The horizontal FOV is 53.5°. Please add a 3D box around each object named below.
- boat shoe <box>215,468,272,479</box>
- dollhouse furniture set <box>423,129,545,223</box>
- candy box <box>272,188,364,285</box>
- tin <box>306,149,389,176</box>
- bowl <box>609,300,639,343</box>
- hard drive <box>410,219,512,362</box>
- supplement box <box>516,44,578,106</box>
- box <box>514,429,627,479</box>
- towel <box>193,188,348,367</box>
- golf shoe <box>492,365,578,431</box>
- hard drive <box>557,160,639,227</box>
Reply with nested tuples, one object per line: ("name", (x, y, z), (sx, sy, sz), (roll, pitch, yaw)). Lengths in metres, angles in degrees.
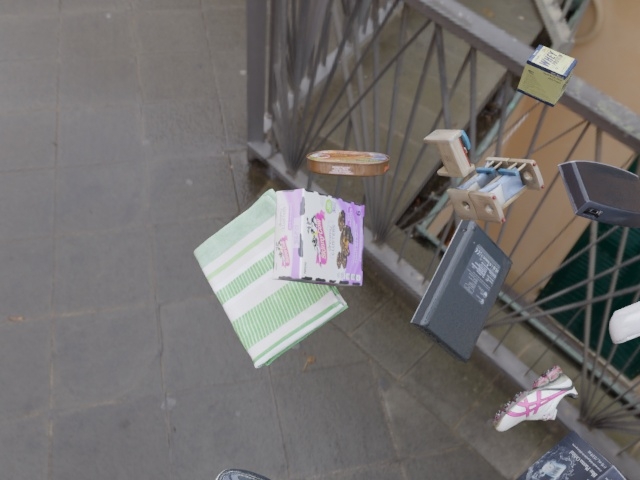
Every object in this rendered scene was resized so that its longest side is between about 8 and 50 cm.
("boat shoe", (-0.088, 0.514, 1.213), (0.255, 0.079, 0.095), (33, 60, 9))
("dollhouse furniture set", (0.317, -0.148, 1.220), (0.129, 0.183, 0.129), (-38, 25, -19))
("candy box", (0.000, 0.000, 1.204), (0.070, 0.196, 0.164), (-3, 82, 38))
("tin", (0.061, -0.174, 1.432), (0.190, 0.040, 0.106), (6, 18, 17))
("bowl", (0.583, 0.135, 1.130), (0.142, 0.142, 0.053), (-30, 69, 25))
("hard drive", (0.162, 0.058, 0.715), (0.022, 0.094, 0.135), (8, 63, 52))
("supplement box", (0.448, -0.326, 1.259), (0.083, 0.083, 0.056), (31, 63, 19))
("box", (0.469, 0.460, 1.168), (0.158, 0.156, 0.093), (-42, 98, 1))
("towel", (-0.117, 0.078, 1.362), (0.248, 0.038, 0.324), (-37, 65, 10))
("golf shoe", (0.441, 0.342, 1.303), (0.186, 0.067, 0.086), (-37, 73, 1))
("hard drive", (0.743, -0.123, 1.639), (0.255, 0.054, 0.171), (8, 57, -23))
